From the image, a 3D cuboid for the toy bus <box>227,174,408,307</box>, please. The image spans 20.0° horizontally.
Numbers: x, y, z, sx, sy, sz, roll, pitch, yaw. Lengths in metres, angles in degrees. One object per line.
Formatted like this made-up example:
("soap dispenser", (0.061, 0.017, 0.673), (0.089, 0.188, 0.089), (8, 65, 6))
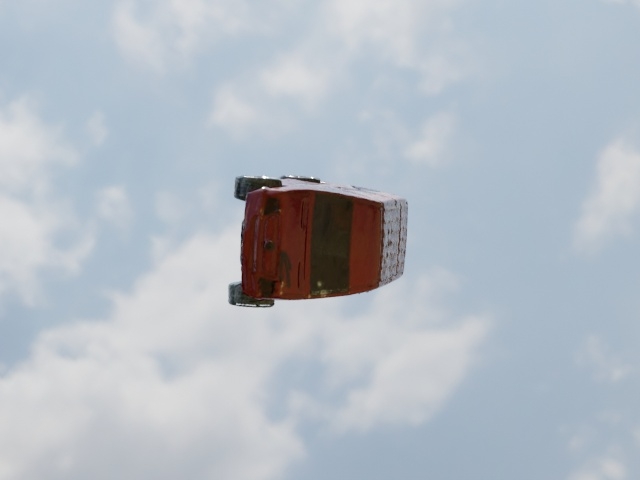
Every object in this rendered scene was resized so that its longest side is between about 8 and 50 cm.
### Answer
("toy bus", (0.000, 0.000, 1.193), (0.195, 0.089, 0.081), (-10, -76, -78))
